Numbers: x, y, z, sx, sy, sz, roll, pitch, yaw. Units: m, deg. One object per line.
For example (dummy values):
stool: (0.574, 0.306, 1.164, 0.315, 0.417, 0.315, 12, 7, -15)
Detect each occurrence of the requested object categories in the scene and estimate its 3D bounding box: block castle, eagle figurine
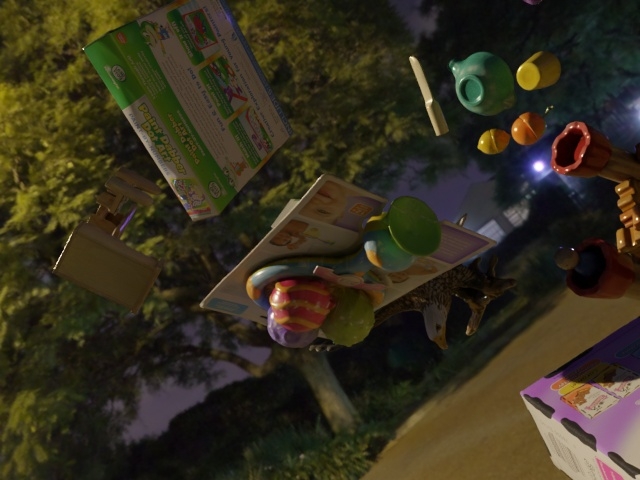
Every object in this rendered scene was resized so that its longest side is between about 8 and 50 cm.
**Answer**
block castle: (0.486, -0.115, 0.727, 0.212, 0.303, 0.453, 15, -29, -16)
eagle figurine: (0.140, 0.076, 0.922, 0.298, 0.227, 0.225, 2, 15, -9)

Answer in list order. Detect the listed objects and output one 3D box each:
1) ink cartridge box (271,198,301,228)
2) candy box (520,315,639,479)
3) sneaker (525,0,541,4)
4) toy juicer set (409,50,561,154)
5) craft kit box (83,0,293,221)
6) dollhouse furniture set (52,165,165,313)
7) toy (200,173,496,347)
ink cartridge box: (0.000, 0.000, 1.346, 0.087, 0.208, 0.153, -54, 10, -4)
candy box: (0.238, 0.104, 0.321, 0.164, 0.070, 0.196, -29, 13, -7)
sneaker: (0.132, -0.254, 0.541, 0.068, 0.169, 0.071, -96, 26, -59)
toy juicer set: (0.346, -0.295, 1.258, 0.089, 0.329, 0.209, -30, -57, -35)
craft kit box: (-0.158, -0.195, 0.804, 0.060, 0.250, 0.247, -14, 27, 30)
dollhouse furniture set: (-0.383, 0.010, 1.146, 0.212, 0.161, 0.242, -57, 15, 18)
toy: (0.005, 0.046, 0.455, 0.136, 0.056, 0.237, 19, -36, -22)
